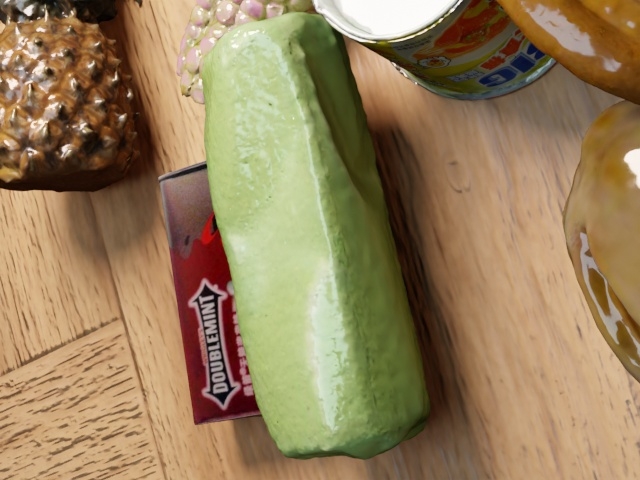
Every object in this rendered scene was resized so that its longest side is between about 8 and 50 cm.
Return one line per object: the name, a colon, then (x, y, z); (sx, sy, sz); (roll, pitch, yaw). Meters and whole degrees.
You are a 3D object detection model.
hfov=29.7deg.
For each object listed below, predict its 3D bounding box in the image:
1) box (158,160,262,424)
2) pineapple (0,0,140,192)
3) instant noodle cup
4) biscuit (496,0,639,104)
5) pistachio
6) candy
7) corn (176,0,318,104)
box: (-0.068, 0.042, 1.045); (0.120, 0.069, 0.224); (-13, 82, 32)
pineapple: (-0.248, -0.227, 1.124); (0.166, 0.165, 0.364); (-8, 81, 32)
instant noodle cup: (0.089, -0.216, 0.908); (0.205, 0.153, 0.204); (-3, 84, 32)
biscuit: (0.229, -0.192, 0.782); (0.262, 0.262, 0.037); (57, 157, 22)
pistachio: (0.279, 0.023, 0.777); (0.197, 0.166, 0.288); (-41, 77, -18)
candy: (0.000, 0.000, 0.937); (0.132, 0.142, 0.343); (-13, 89, 55)
corn: (-0.021, -0.263, 1.003); (0.127, 0.127, 0.335); (32, 109, 30)
